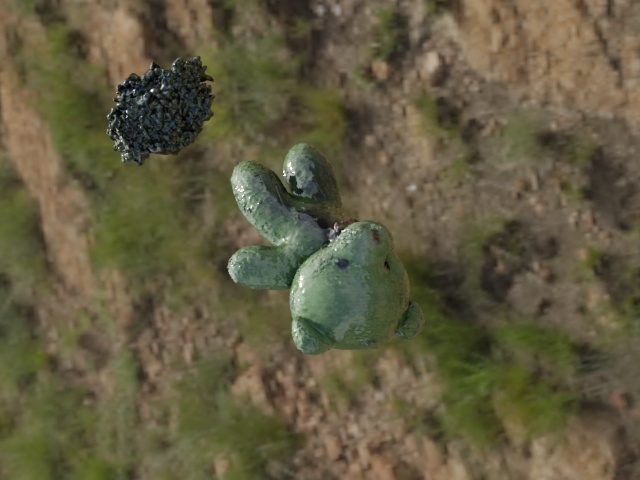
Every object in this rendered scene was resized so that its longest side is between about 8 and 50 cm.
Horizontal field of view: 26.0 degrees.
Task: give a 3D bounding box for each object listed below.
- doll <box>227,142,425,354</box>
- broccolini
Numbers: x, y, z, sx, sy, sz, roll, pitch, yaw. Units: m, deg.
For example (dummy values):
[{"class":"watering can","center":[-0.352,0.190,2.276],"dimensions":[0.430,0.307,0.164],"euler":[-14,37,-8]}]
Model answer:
[{"class":"doll","center":[0.000,0.000,0.841],"dimensions":[0.150,0.115,0.078],"euler":[57,142,29]},{"class":"broccolini","center":[-0.121,-0.103,1.032],"dimensions":[0.091,0.068,0.202],"euler":[-61,12,5]}]
